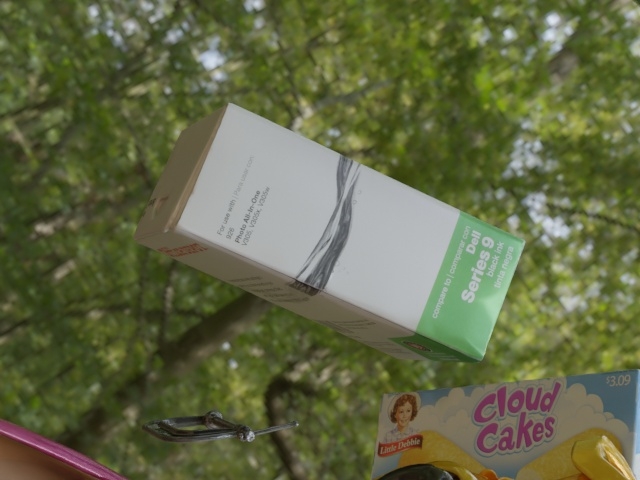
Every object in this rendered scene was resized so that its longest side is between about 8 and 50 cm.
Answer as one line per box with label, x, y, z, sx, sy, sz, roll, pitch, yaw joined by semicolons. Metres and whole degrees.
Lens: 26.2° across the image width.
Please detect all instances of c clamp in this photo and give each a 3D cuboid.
c clamp;-0.120;0.208;1.515;0.161;0.137;0.022;1;-83;62

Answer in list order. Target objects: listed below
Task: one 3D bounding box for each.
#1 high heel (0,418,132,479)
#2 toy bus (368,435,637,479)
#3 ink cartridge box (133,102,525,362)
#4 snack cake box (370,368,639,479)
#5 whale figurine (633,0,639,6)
high heel;-0.119;0.055;0.346;0.377;0.181;0.127;80;1;-67
toy bus;0.143;0.178;0.754;0.149;0.211;0.220;59;-2;-18
ink cartridge box;0.000;0.000;1.220;0.289;0.121;0.211;25;-9;-14
snack cake box;0.162;0.195;1.106;0.089;0.152;0.264;25;-26;-39
whale figurine;0.285;-0.257;0.856;0.216;0.272;0.141;24;11;3
